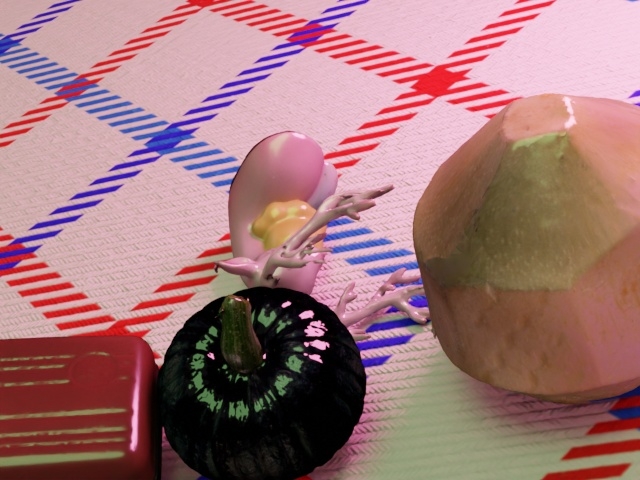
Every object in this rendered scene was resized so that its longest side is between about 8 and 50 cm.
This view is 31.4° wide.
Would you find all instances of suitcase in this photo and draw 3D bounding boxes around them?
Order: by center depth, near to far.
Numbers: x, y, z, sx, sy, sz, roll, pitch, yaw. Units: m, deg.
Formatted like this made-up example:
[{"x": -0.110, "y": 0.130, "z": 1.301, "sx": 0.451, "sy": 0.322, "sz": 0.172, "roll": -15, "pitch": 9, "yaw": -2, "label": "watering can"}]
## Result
[{"x": -0.334, "y": 0.233, "z": 1.347, "sx": 0.297, "sy": 0.161, "sz": 0.236, "roll": -3, "pitch": 44, "yaw": -2, "label": "suitcase"}]

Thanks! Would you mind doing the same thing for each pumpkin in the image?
[{"x": -0.078, "y": 0.150, "z": 1.306, "sx": 0.248, "sy": 0.248, "sz": 0.248, "roll": -13, "pitch": 40, "yaw": 11, "label": "pumpkin"}]

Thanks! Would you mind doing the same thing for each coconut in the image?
[{"x": 0.259, "y": -0.008, "z": 1.252, "sx": 0.353, "sy": 0.352, "sz": 0.352, "roll": -13, "pitch": 40, "yaw": 11, "label": "coconut"}]

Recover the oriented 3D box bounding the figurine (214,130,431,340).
[{"x": -0.010, "y": -0.006, "z": 1.496, "sx": 0.284, "sy": 0.206, "sz": 0.315, "roll": -24, "pitch": 43, "yaw": 15, "label": "figurine"}]
